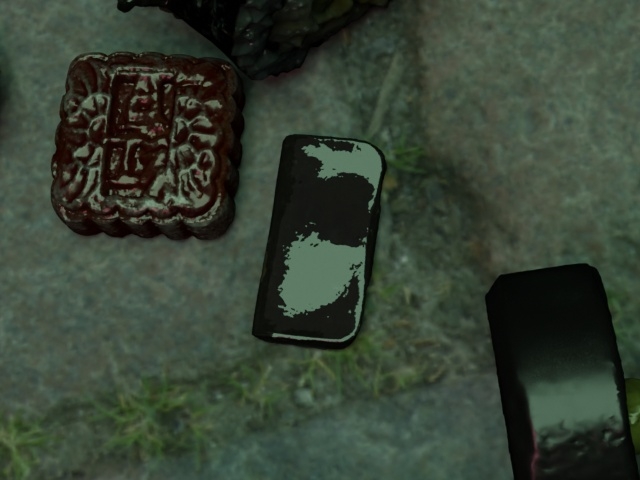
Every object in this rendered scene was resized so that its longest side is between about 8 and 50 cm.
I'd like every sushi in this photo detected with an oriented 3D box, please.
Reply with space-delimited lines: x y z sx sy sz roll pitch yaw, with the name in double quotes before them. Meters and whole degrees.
"sushi" -0.037 -0.257 1.218 0.238 0.225 0.218 -17 61 -32

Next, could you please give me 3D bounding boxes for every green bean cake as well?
"green bean cake" -0.126 -0.070 1.257 0.136 0.056 0.135 2 77 8

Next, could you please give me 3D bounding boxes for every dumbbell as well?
"dumbbell" 0.276 0.098 1.087 0.323 0.204 0.203 -9 75 5

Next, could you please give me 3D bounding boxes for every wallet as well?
"wallet" 0.000 0.000 1.242 0.082 0.018 0.156 5 76 9
